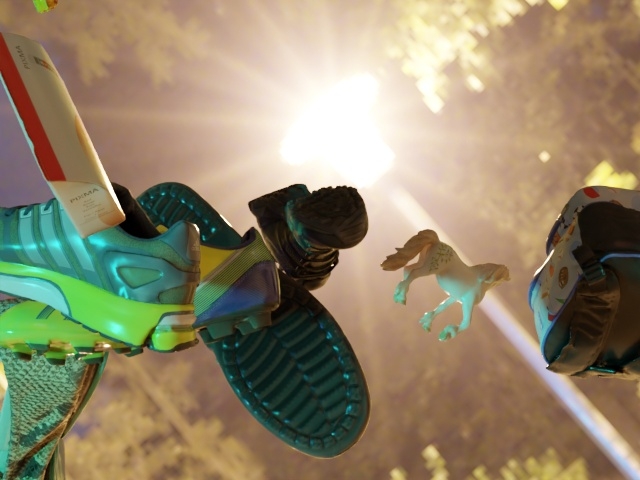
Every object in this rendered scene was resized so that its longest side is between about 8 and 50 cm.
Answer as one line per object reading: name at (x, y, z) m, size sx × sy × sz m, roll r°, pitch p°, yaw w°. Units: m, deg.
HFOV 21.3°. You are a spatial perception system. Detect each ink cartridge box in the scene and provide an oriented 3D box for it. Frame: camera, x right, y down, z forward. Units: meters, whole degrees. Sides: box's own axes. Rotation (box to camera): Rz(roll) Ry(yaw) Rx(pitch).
ink cartridge box at (-0.208, -0.099, 1.302) m, size 0.045 × 0.145 × 0.179 m, roll -24°, pitch -22°, yaw -7°

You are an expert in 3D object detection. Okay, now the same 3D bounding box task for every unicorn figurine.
unicorn figurine at (0.140, 0.046, 1.794) m, size 0.111 × 0.060 × 0.162 m, roll -50°, pitch -46°, yaw -7°

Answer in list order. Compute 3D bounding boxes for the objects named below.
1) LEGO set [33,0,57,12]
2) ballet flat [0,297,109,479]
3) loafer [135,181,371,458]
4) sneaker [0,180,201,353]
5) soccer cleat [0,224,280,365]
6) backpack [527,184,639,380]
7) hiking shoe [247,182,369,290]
LEGO set at (-0.356, -0.331, 2.120) m, size 0.087 × 0.093 × 0.227 m, roll -11°, pitch 16°, yaw 37°
ballet flat at (-0.371, 0.222, 2.063) m, size 0.182 × 0.164 × 0.483 m, roll 8°, pitch -42°, yaw -11°
loafer at (-0.069, 0.085, 1.885) m, size 0.134 × 0.366 × 0.130 m, roll -38°, pitch -17°, yaw 0°
sneaker at (-0.226, -0.003, 1.521) m, size 0.111 × 0.300 × 0.121 m, roll -1°, pitch -70°, yaw -69°
soccer cleat at (-0.180, 0.050, 1.665) m, size 0.289 × 0.121 × 0.093 m, roll -8°, pitch -8°, yaw -20°
backpack at (0.405, 0.065, 2.302) m, size 0.276 × 0.213 × 0.263 m, roll 13°, pitch -49°, yaw -17°
hiking shoe at (0.000, 0.000, 1.931) m, size 0.086 × 0.114 × 0.227 m, roll -23°, pitch 15°, yaw -20°
